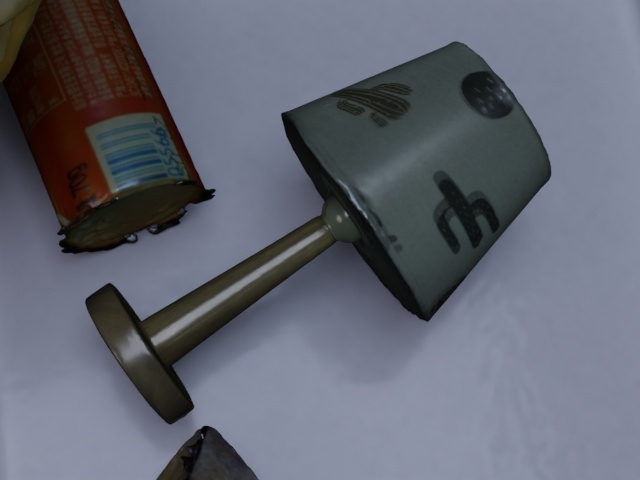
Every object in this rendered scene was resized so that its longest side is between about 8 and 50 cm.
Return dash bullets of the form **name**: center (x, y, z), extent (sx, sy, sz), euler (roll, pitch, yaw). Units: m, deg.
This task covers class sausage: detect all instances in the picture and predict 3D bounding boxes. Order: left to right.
- **sausage**: center (-0.139, -0.122, 0.647), extent (0.083, 0.083, 0.264), euler (-21, 73, -12)

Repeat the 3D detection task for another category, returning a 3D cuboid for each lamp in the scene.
- **lamp**: center (0.000, 0.000, 0.595), extent (0.214, 0.121, 0.121), euler (-34, 77, -6)

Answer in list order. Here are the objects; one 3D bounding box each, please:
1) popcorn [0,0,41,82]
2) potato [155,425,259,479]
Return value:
- **popcorn**: center (-0.262, -0.176, 0.484), extent (0.344, 0.390, 0.354), euler (17, 93, -15)
- **potato**: center (-0.057, 0.182, 0.556), extent (0.100, 0.089, 0.172), euler (30, 37, -15)
